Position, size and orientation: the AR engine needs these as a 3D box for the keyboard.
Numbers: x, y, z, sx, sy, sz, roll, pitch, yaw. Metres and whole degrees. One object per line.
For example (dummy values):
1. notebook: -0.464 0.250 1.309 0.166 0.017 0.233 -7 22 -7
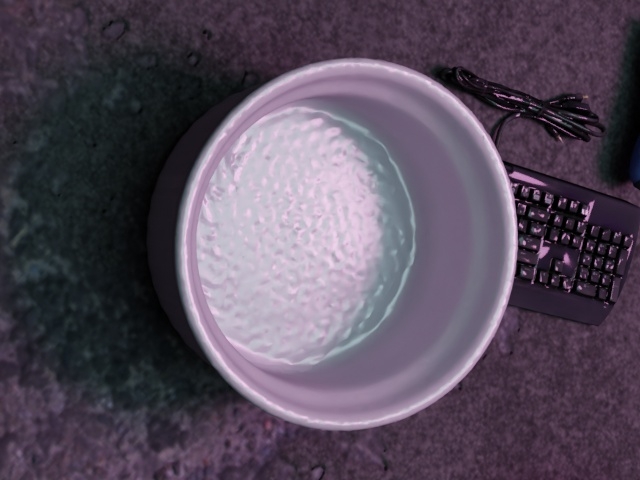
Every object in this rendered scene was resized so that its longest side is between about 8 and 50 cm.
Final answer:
1. keyboard: 0.151 -0.052 1.523 0.317 0.033 0.201 15 81 -29

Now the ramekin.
1. ramekin: 0.000 0.000 1.359 0.277 0.135 0.277 -2 94 -23

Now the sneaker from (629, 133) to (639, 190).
1. sneaker: 0.320 -0.143 1.605 0.082 0.069 0.209 34 73 -8
